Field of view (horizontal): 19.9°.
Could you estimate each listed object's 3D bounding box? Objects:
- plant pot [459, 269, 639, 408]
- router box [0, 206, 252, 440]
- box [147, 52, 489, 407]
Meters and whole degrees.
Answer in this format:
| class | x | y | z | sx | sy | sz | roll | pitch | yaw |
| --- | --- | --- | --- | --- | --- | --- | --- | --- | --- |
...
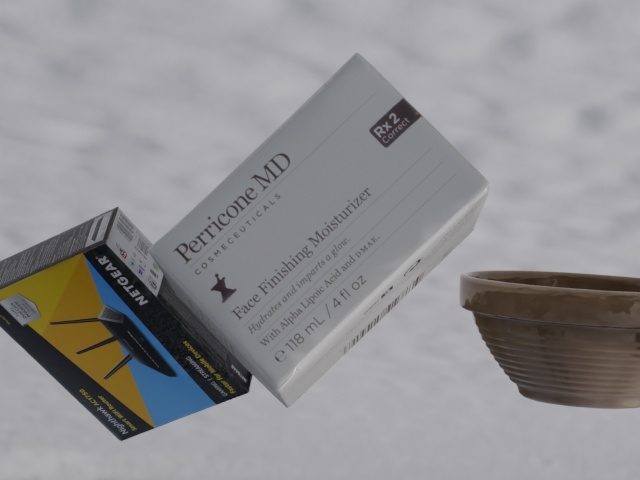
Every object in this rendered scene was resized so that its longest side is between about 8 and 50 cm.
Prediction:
| class | x | y | z | sx | sy | sz | roll | pitch | yaw |
| --- | --- | --- | --- | --- | --- | --- | --- | --- | --- |
| plant pot | 0.240 | 0.089 | 1.646 | 0.237 | 0.109 | 0.237 | 4 | -177 | 0 |
| router box | -0.154 | 0.068 | 1.399 | 0.133 | 0.046 | 0.179 | -23 | 125 | 29 |
| box | 0.000 | 0.000 | 1.163 | 0.119 | 0.181 | 0.182 | 45 | 175 | 7 |
